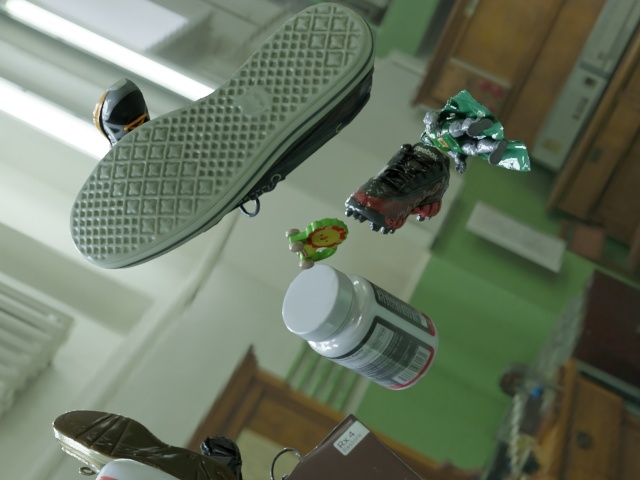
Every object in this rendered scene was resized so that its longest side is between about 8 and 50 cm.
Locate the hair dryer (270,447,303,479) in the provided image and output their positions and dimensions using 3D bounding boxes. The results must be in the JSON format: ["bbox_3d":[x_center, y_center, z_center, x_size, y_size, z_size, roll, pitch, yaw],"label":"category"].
[{"bbox_3d":[-0.070,0.504,2.021,0.224,0.080,0.294,-63,35,40],"label":"hair dryer"}]

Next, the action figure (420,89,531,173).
[{"bbox_3d":[0.188,-0.142,1.705,0.063,0.137,0.232,-39,13,-8],"label":"action figure"}]

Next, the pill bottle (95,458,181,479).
[{"bbox_3d":[-0.254,0.440,1.511,0.323,0.181,0.181,-61,-5,-23],"label":"pill bottle"}]

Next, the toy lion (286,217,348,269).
[{"bbox_3d":[0.000,0.000,1.998,0.100,0.096,0.034,62,-168,-58],"label":"toy lion"}]

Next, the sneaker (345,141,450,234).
[{"bbox_3d":[0.131,-0.091,2.011,0.276,0.097,0.135,-19,-43,-59],"label":"sneaker"}]

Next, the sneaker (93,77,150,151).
[{"bbox_3d":[-0.271,-0.146,1.841,0.084,0.083,0.215,-38,-34,-27],"label":"sneaker"}]

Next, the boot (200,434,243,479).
[{"bbox_3d":[-0.162,0.451,1.983,0.246,0.094,0.207,-87,-10,-62],"label":"boot"}]

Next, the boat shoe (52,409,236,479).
[{"bbox_3d":[-0.260,0.328,1.786,0.104,0.285,0.089,-36,-36,-59],"label":"boat shoe"}]

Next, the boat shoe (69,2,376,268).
[{"bbox_3d":[-0.122,-0.125,1.729,0.500,0.187,0.156,-39,-22,0],"label":"boat shoe"}]

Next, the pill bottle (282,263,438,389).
[{"bbox_3d":[0.073,0.157,2.305,0.161,0.283,0.161,-25,50,34],"label":"pill bottle"}]

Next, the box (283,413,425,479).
[{"bbox_3d":[0.056,0.358,1.558,0.168,0.167,0.203,-44,-32,-11],"label":"box"}]
